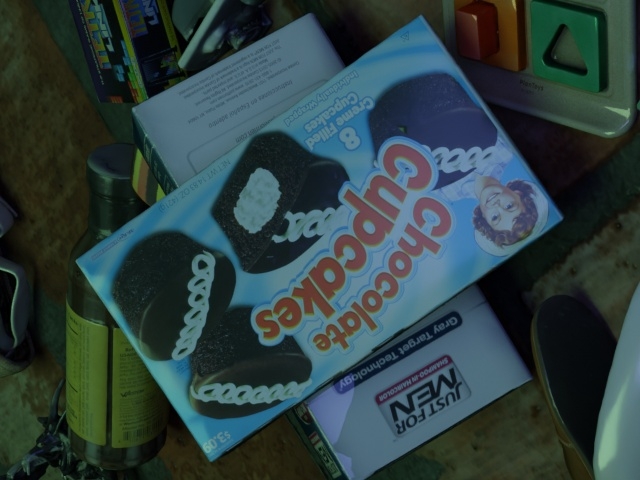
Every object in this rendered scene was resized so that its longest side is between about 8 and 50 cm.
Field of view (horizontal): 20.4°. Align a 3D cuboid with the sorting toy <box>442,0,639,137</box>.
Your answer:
[{"bbox_3d":[0.147,-0.182,1.302,0.347,0.047,0.196,22,125,41],"label":"sorting toy"}]

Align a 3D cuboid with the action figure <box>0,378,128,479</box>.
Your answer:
[{"bbox_3d":[-0.284,0.301,1.981,0.164,0.141,0.276,16,124,45],"label":"action figure"}]

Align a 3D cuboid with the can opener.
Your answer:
[{"bbox_3d":[-0.057,-0.246,1.477,0.095,0.076,0.283,52,139,14],"label":"can opener"}]

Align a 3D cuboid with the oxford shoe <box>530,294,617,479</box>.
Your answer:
[{"bbox_3d":[0.206,0.145,1.395,0.076,0.076,0.212,-14,98,64],"label":"oxford shoe"}]

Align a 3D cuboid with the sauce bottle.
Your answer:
[{"bbox_3d":[-0.198,0.067,1.781,0.111,0.111,0.344,33,130,34],"label":"sauce bottle"}]

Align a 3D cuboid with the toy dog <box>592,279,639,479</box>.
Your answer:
[{"bbox_3d":[0.419,0.047,0.982,0.408,0.284,0.395,16,97,43],"label":"toy dog"}]

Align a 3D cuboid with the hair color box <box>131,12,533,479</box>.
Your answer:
[{"bbox_3d":[0.004,0.011,1.448,0.347,0.174,0.105,59,170,7],"label":"hair color box"}]

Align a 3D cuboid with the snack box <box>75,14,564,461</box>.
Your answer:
[{"bbox_3d":[0.000,0.000,1.343,0.322,0.060,0.187,-35,84,6],"label":"snack box"}]

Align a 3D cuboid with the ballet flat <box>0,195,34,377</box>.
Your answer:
[{"bbox_3d":[-0.380,0.011,1.982,0.106,0.107,0.316,1,118,27],"label":"ballet flat"}]

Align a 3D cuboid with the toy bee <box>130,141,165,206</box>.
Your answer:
[{"bbox_3d":[-0.086,-0.023,1.563,0.298,0.162,0.195,19,121,42],"label":"toy bee"}]

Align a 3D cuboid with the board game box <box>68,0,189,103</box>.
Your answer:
[{"bbox_3d":[-0.186,-0.212,1.636,0.141,0.048,0.170,7,116,63],"label":"board game box"}]
